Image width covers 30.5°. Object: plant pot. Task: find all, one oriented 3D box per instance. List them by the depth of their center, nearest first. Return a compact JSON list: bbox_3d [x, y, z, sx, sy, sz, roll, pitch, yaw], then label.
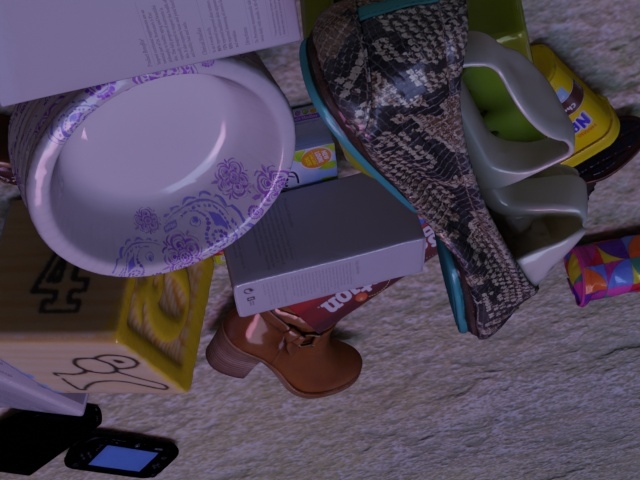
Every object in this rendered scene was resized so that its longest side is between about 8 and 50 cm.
[{"bbox_3d":[0.098,-0.201,1.158,0.207,0.227,0.228,-13,150,11],"label":"plant pot"}]

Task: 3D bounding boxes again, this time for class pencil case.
[{"bbox_3d":[0.493,0.038,1.797,0.236,0.104,0.104,-8,148,-6],"label":"pencil case"}]

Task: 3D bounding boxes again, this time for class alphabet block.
[{"bbox_3d":[-0.266,0.068,1.414,0.197,0.193,0.192,-2,154,21],"label":"alphabet block"}]

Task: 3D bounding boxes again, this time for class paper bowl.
[{"bbox_3d":[-0.180,-0.111,1.217,0.284,0.148,0.284,-18,140,-16],"label":"paper bowl"}]

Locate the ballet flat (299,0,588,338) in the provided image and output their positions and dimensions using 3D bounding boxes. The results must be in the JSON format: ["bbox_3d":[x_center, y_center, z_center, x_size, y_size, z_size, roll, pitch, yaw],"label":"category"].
[{"bbox_3d":[0.146,-0.054,1.057,0.182,0.164,0.483,-18,144,14],"label":"ballet flat"}]

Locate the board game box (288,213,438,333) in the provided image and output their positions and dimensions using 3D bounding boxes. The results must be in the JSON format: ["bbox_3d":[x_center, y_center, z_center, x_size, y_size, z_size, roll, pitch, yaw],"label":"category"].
[{"bbox_3d":[0.069,0.010,1.580,0.281,0.027,0.145,-35,133,13],"label":"board game box"}]

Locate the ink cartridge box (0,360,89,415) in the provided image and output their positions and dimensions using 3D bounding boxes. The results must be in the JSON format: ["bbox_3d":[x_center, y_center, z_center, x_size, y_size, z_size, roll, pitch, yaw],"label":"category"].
[{"bbox_3d":[-0.515,0.173,1.657,0.261,0.066,0.296,-1,157,30],"label":"ink cartridge box"}]

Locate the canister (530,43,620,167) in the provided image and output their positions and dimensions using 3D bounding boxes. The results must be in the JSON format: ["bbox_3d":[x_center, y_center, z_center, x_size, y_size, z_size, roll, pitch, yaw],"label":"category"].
[{"bbox_3d":[0.271,-0.156,1.428,0.126,0.073,0.170,-31,143,26],"label":"canister"}]

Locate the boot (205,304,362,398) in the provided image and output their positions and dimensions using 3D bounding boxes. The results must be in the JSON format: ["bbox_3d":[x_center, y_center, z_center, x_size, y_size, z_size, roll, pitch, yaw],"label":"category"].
[{"bbox_3d":[-0.009,0.130,1.764,0.283,0.109,0.220,17,134,-29],"label":"boot"}]

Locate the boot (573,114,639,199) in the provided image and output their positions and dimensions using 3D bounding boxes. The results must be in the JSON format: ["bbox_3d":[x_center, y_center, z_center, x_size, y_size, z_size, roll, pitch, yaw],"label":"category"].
[{"bbox_3d":[0.342,-0.096,1.573,0.219,0.082,0.106,-30,167,18],"label":"boot"}]

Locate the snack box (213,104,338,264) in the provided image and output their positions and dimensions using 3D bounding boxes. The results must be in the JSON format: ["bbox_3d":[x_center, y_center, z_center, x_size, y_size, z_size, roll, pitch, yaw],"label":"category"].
[{"bbox_3d":[-0.066,-0.066,1.443,0.175,0.070,0.207,-13,150,-4],"label":"snack box"}]

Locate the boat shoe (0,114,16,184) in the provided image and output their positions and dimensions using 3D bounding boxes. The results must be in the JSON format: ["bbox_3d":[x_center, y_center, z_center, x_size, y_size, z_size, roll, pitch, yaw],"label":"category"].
[{"bbox_3d":[-0.327,-0.089,1.304,0.207,0.073,0.073,10,139,-33],"label":"boat shoe"}]

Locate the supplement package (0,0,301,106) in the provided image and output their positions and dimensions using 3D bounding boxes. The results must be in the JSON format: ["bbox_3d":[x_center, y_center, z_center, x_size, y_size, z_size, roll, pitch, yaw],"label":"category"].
[{"bbox_3d":[-0.171,-0.269,0.959,0.263,0.198,0.199,-13,149,-2],"label":"supplement package"}]

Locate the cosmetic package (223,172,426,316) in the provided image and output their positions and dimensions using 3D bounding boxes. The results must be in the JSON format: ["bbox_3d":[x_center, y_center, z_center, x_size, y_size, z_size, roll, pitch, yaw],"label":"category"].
[{"bbox_3d":[0.000,0.000,1.400,0.231,0.117,0.085,-13,149,-5],"label":"cosmetic package"}]

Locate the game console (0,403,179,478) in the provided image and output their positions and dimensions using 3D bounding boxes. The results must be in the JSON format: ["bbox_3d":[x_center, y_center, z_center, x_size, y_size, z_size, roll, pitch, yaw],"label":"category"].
[{"bbox_3d":[-0.395,0.351,2.002,0.361,0.044,0.213,18,136,-42],"label":"game console"}]
